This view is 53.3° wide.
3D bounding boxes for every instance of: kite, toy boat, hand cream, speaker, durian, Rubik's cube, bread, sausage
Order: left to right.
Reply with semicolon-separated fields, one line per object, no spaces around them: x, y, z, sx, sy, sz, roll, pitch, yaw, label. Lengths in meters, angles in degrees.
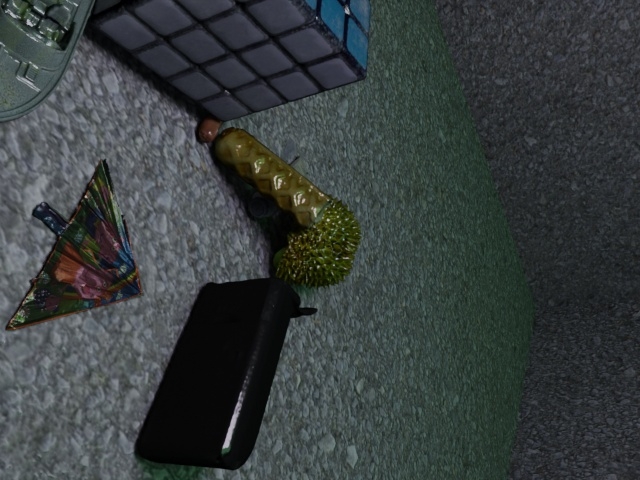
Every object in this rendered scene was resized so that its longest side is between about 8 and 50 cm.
-0.418;-0.294;0.902;0.141;0.092;0.320;34;54;-41;toy boat
-0.358;0.029;0.992;0.234;0.016;0.321;52;43;-41;kite
-0.198;-0.261;1.295;0.043;0.043;0.186;60;38;-30;sausage
-0.142;0.232;1.136;0.184;0.180;0.388;57;38;-41;speaker
-0.129;-0.455;1.099;0.344;0.343;0.337;32;56;-51;Rubik's cube
-0.100;-0.129;1.283;0.269;0.087;0.098;39;53;0;bread
-0.082;-0.117;1.442;0.276;0.059;0.095;-44;118;-59;hand cream
0.000;0.003;1.417;0.237;0.176;0.200;-75;-175;-48;durian
